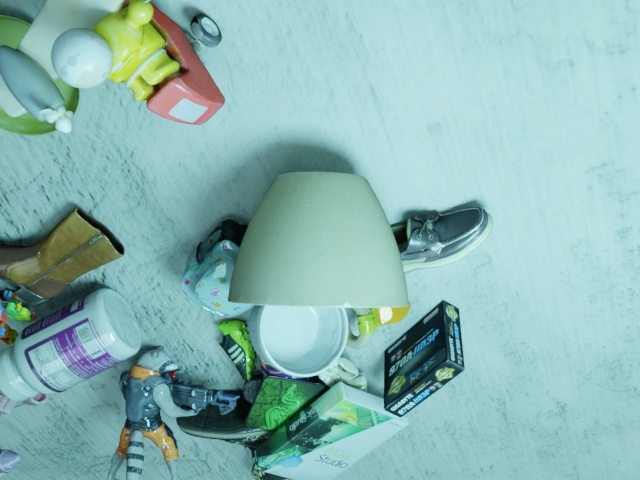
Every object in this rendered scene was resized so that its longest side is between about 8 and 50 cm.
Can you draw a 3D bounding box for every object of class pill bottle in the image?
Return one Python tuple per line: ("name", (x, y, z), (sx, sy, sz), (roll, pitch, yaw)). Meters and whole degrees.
("pill bottle", (-0.088, 0.271, 1.761), (0.108, 0.108, 0.193), (-2, 130, 8))
("pill bottle", (-0.570, 0.242, 1.705), (0.302, 0.169, 0.169), (-27, 124, 7))

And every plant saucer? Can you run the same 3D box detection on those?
("plant saucer", (-0.545, -0.299, 1.367), (0.241, 0.037, 0.241), (4, 131, 4))

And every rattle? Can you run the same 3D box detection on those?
("rattle", (0.082, 0.178, 1.714), (0.130, 0.143, 0.199), (49, 142, 6))

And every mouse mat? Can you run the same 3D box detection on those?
("mouse mat", (-0.084, 0.388, 1.782), (0.153, 0.007, 0.189), (12, 127, -16))

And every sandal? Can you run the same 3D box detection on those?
("sandal", (-0.062, 0.365, 1.877), (0.255, 0.054, 0.097), (8, 110, 3))

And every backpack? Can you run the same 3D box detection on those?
("backpack", (-0.195, 0.073, 1.581), (0.166, 0.144, 0.188), (35, 128, -28))

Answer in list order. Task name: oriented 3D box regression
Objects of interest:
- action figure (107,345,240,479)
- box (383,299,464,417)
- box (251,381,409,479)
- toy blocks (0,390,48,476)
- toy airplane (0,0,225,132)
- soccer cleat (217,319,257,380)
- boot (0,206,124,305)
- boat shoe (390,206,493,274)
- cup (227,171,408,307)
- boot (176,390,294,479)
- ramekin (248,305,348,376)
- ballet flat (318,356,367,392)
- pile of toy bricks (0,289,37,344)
("action figure", (-0.375, 0.418, 1.803), (0.342, 0.330, 0.178), (-4, 174, 24))
("box", (0.224, 0.262, 1.673), (0.051, 0.175, 0.220), (29, 128, -19))
("box", (0.023, 0.473, 1.827), (0.232, 0.058, 0.322), (27, 121, -36))
("toy blocks", (-0.795, 0.371, 1.815), (0.260, 0.288, 0.309), (-20, 123, 26))
("toy airplane", (-0.348, -0.340, 1.153), (0.385, 0.272, 0.386), (4, 131, 3))
("soccer cleat", (-0.197, 0.258, 1.801), (0.072, 0.060, 0.178), (3, 125, 17))
("boot", (-0.601, 0.013, 1.604), (0.280, 0.096, 0.264), (-29, 122, 26))
("boat shoe", (0.196, -0.003, 1.499), (0.285, 0.102, 0.092), (-21, 130, 29))
("cup", (0.000, 0.000, 1.403), (0.331, 0.331, 0.236), (2, 87, 5))
("boot", (-0.171, 0.525, 1.976), (0.378, 0.138, 0.284), (-2, 131, -1))
("ramekin", (-0.056, 0.186, 1.625), (0.207, 0.207, 0.109), (33, 159, -21))
("ballet flat", (0.063, 0.328, 1.792), (0.077, 0.091, 0.241), (-20, 138, 23))
("pile of toy bricks", (-0.693, 0.164, 1.705), (0.105, 0.118, 0.212), (6, 154, 3))
